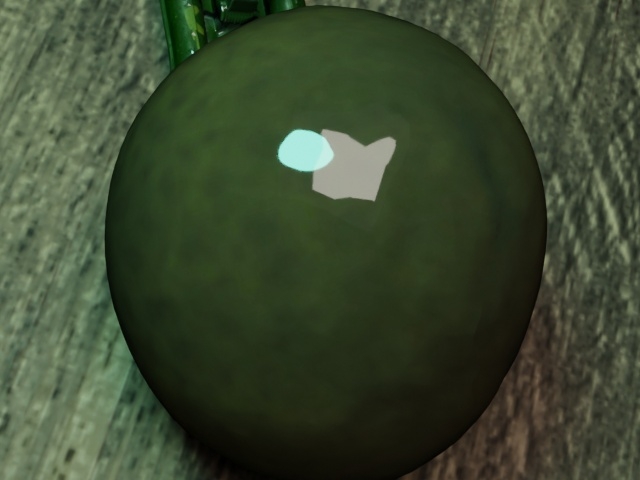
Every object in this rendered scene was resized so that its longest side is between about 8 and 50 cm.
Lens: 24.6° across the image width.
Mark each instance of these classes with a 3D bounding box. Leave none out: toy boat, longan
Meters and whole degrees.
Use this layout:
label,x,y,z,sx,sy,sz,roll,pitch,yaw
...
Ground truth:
label,x,y,z,sx,sy,sz,roll,pitch,yaw
toy boat,-0.059,-0.173,0.985,0.104,0.052,0.210,1,63,-20
longan,0.000,0.000,0.811,0.258,0.258,0.258,6,62,-12
